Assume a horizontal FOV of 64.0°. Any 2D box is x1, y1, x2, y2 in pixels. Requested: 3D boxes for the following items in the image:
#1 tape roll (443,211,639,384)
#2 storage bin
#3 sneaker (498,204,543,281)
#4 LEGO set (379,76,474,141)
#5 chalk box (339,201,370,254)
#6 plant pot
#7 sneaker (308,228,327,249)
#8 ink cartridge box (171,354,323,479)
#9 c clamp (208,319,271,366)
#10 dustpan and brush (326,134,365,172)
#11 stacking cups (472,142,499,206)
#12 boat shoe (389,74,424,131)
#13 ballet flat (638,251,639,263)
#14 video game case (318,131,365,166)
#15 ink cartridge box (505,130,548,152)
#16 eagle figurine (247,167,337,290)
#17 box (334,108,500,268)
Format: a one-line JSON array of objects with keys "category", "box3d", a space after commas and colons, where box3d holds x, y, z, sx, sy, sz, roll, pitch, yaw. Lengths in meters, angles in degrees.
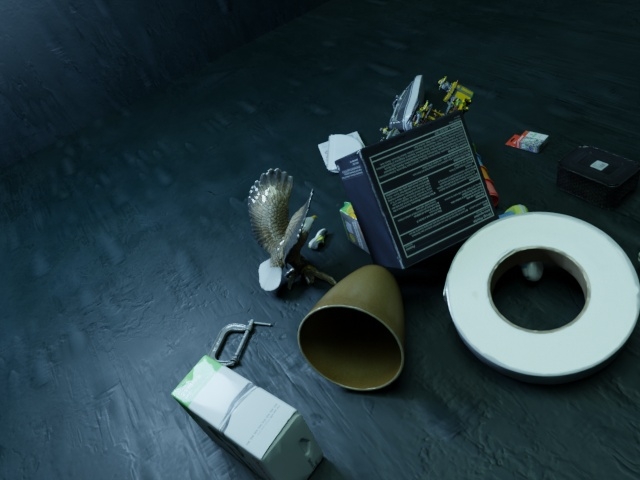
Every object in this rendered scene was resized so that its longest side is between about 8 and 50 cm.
[{"category": "tape roll", "box3d": [0.475, 0.117, 1.127, 0.391, 0.072, 0.392, -11, 58, 18]}, {"category": "storage bin", "box3d": [0.754, -0.176, 1.398, 0.122, 0.084, 0.180, -34, 42, -16]}, {"category": "sneaker", "box3d": [0.487, 0.018, 1.310, 0.126, 0.091, 0.240, -20, 38, 28]}, {"category": "LEGO set", "box3d": [0.296, -0.350, 1.559, 0.192, 0.331, 0.255, 29, 63, 0]}, {"category": "chalk box", "box3d": [0.152, -0.055, 1.467, 0.132, 0.132, 0.213, -37, 45, -18]}, {"category": "plant pot", "box3d": [0.100, 0.171, 1.196, 0.236, 0.237, 0.254, 0, 31, 21]}, {"category": "sneaker", "box3d": [0.000, 0.000, 1.550, 0.035, 0.031, 0.083, 28, 63, 25]}, {"category": "ink cartridge box", "box3d": [-0.150, 0.383, 1.063, 0.272, 0.199, 0.115, 19, 54, 36]}, {"category": "c clamp", "box3d": [-0.223, 0.269, 1.348, 0.137, 0.022, 0.161, 5, 47, 26]}, {"category": "dustpan and brush", "box3d": [0.135, -0.305, 1.796, 0.211, 0.060, 0.148, -2, 68, 17]}, {"category": "stacking cups", "box3d": [0.450, -0.216, 1.555, 0.095, 0.096, 0.316, -13, 43, 7]}, {"category": "boat shoe", "box3d": [0.324, -0.516, 1.924, 0.102, 0.108, 0.301, 4, 54, 23]}, {"category": "ballet flat", "box3d": [0.804, 0.012, 1.170, 0.124, 0.116, 0.342, -7, 38, 45]}, {"category": "video game case", "box3d": [0.080, -0.338, 1.885, 0.157, 0.019, 0.143, -19, 41, 1]}, {"category": "ink cartridge box", "box3d": [0.656, -0.319, 1.630, 0.063, 0.029, 0.115, -42, 46, -23]}, {"category": "eagle figurine", "box3d": [-0.085, -0.021, 1.397, 0.226, 0.298, 0.225, -6, 44, 15]}, {"category": "box", "box3d": [0.235, -0.122, 1.268, 0.296, 0.294, 0.182, -23, 7, -17]}]
